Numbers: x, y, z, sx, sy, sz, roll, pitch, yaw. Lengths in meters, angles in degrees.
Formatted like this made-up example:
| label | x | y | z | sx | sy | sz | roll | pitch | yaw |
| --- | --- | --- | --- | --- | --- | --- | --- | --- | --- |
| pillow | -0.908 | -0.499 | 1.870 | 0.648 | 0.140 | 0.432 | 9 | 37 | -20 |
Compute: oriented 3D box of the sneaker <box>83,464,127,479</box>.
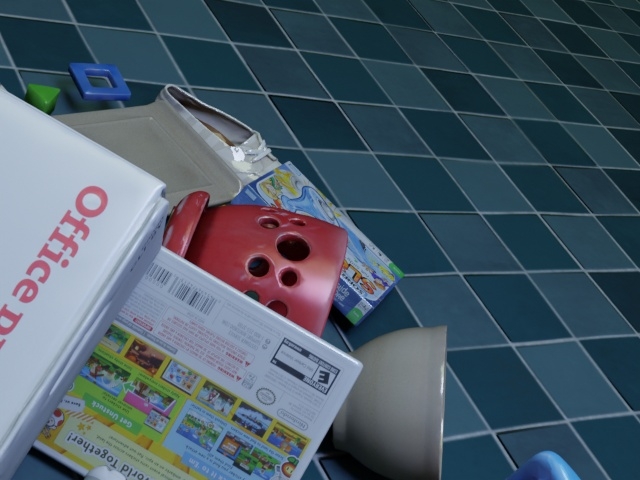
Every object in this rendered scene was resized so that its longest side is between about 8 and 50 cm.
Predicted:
| label | x | y | z | sx | sy | sz | roll | pitch | yaw |
| --- | --- | --- | --- | --- | --- | --- | --- | --- | --- |
| sneaker | -0.114 | 0.308 | 0.865 | 0.281 | 0.105 | 0.115 | 42 | 65 | 15 |

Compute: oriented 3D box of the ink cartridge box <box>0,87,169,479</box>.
| label | x | y | z | sx | sy | sz | roll | pitch | yaw |
| --- | --- | --- | --- | --- | --- | --- | --- | --- | --- |
| ink cartridge box | -0.352 | -0.002 | 0.900 | 0.384 | 0.160 | 0.279 | 30 | 72 | 1 |

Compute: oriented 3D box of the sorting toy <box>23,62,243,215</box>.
| label | x | y | z | sx | sy | sz | roll | pitch | yaw |
| --- | --- | --- | --- | --- | --- | --- | --- | --- | --- |
| sorting toy | -0.214 | -0.083 | 1.333 | 0.196 | 0.047 | 0.348 | -18 | 56 | -44 |

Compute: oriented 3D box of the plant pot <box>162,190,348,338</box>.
| label | x | y | z | sx | sy | sz | roll | pitch | yaw |
| --- | --- | --- | --- | --- | --- | --- | --- | --- | --- |
| plant pot | -0.081 | 0.050 | 1.126 | 0.174 | 0.191 | 0.191 | 21 | 34 | -3 |

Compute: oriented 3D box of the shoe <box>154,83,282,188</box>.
| label | x | y | z | sx | sy | sz | roll | pitch | yaw |
| --- | --- | --- | --- | --- | --- | --- | --- | --- | --- |
| shoe | -0.120 | -0.121 | 1.439 | 0.219 | 0.058 | 0.076 | 32 | 33 | 4 |

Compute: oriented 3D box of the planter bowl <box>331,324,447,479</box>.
| label | x | y | z | sx | sy | sz | roll | pitch | yaw |
| --- | --- | --- | --- | --- | --- | --- | --- | --- | --- |
| planter bowl | 0.069 | 0.163 | 1.135 | 0.109 | 0.162 | 0.162 | 2 | 34 | 7 |

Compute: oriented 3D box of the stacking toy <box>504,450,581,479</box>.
| label | x | y | z | sx | sy | sz | roll | pitch | yaw |
| --- | --- | --- | --- | --- | --- | --- | --- | --- | --- |
| stacking toy | 0.095 | 0.308 | 0.969 | 0.301 | 0.166 | 0.175 | -8 | 59 | -28 |

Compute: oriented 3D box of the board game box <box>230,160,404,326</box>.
| label | x | y | z | sx | sy | sz | roll | pitch | yaw |
| --- | --- | --- | --- | --- | --- | --- | --- | --- | --- |
| board game box | 0.000 | 0.000 | 1.338 | 0.201 | 0.035 | 0.136 | 44 | 25 | 3 |

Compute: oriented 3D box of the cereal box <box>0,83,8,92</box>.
| label | x | y | z | sx | sy | sz | roll | pitch | yaw |
| --- | --- | --- | --- | --- | --- | --- | --- | --- | --- |
| cereal box | -0.378 | -0.099 | 1.224 | 0.173 | 0.047 | 0.240 | -16 | 54 | -48 |

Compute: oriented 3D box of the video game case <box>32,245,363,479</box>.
| label | x | y | z | sx | sy | sz | roll | pitch | yaw |
| --- | --- | --- | --- | --- | --- | --- | --- | --- | --- |
| video game case | -0.109 | 0.142 | 1.002 | 0.227 | 0.206 | 0.026 | 30 | -11 | 1 |
